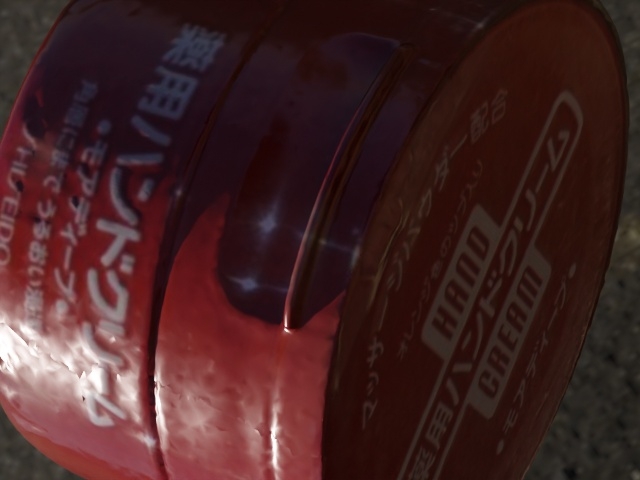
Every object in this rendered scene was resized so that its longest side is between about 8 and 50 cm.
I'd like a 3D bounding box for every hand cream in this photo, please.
[{"bbox_3d":[0.000,0.000,0.582,0.125,0.193,0.193,16,122,27],"label":"hand cream"}]
